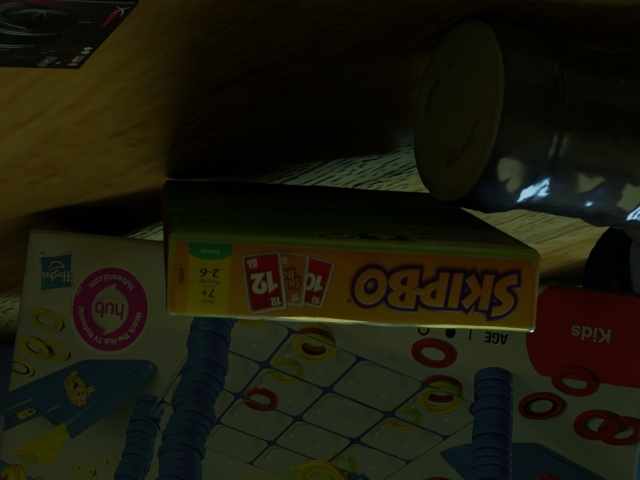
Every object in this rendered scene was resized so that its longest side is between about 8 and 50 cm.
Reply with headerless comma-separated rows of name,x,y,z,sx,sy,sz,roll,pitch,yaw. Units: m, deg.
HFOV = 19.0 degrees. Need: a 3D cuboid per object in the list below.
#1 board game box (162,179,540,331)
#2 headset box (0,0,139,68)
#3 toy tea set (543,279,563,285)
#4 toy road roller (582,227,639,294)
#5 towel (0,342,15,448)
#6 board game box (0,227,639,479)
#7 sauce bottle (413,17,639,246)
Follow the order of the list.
board game box,0.000,0.000,0.754,0.124,0.039,0.259,3,-172,-5
headset box,-0.104,-0.076,0.577,0.083,0.032,0.062,-2,166,-26
toy tea set,0.149,0.086,1.300,0.200,0.124,0.336,-34,-175,-41
toy road roller,0.302,0.076,0.960,0.329,0.241,0.202,-2,167,-17
towel,-0.166,0.178,1.125,0.209,0.285,0.034,6,140,-39
board game box,-0.003,0.160,0.876,0.308,0.302,0.086,6,176,22
sauce bottle,0.203,-0.022,0.761,0.344,0.111,0.111,7,163,-24
